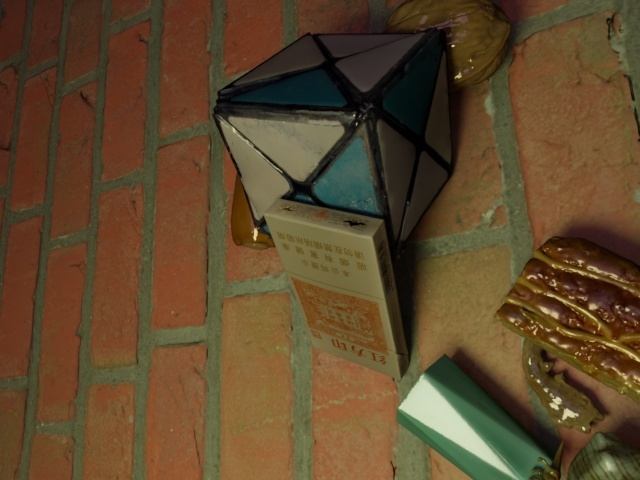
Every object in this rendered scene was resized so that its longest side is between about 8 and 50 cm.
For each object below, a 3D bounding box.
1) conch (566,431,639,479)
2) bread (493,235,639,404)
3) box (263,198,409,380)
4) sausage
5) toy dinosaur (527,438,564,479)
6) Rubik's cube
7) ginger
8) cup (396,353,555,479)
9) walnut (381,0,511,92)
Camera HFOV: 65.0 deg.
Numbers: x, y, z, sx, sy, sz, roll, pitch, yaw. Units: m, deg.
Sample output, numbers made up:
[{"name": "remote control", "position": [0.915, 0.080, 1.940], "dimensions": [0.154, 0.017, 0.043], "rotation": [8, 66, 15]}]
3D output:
[{"name": "conch", "position": [0.425, 0.393, 0.707], "dimensions": [0.203, 0.170, 0.385], "rotation": [-112, 33, -43]}, {"name": "bread", "position": [0.436, 0.118, 0.759], "dimensions": [0.275, 0.114, 0.184], "rotation": [31, 81, 33]}, {"name": "box", "position": [0.040, 0.096, 0.888], "dimensions": [0.205, 0.365, 0.051], "rotation": [13, 48, 31]}, {"name": "sausage", "position": [-0.136, -0.157, 1.159], "dimensions": [0.134, 0.116, 0.353], "rotation": [-18, 66, 59]}, {"name": "toy dinosaur", "position": [0.328, 0.333, 0.728], "dimensions": [0.041, 0.026, 0.113], "rotation": [21, 50, 15]}, {"name": "Rubik's cube", "position": [0.044, -0.175, 0.887], "dimensions": [0.306, 0.306, 0.310], "rotation": [16, 47, 31]}, {"name": "ginger", "position": [0.379, 0.232, 0.819], "dimensions": [0.070, 0.051, 0.173], "rotation": [-36, 66, 15]}, {"name": "cup", "position": [0.259, 0.319, 0.830], "dimensions": [0.236, 0.148, 0.134], "rotation": [36, 130, 26]}, {"name": "walnut", "position": [0.235, -0.376, 0.952], "dimensions": [0.245, 0.198, 0.197], "rotation": [0, 79, 35]}]
